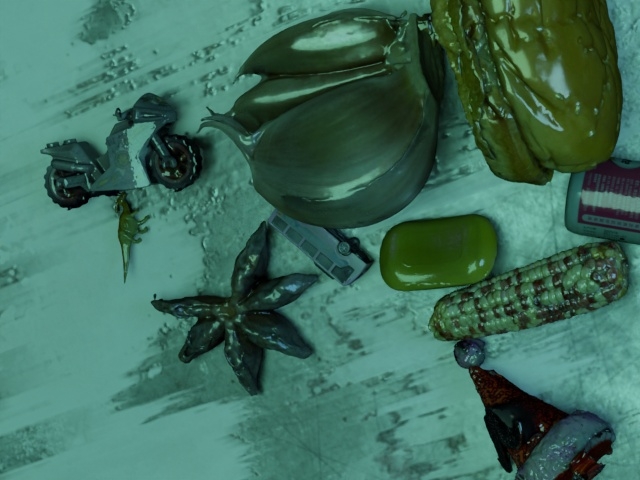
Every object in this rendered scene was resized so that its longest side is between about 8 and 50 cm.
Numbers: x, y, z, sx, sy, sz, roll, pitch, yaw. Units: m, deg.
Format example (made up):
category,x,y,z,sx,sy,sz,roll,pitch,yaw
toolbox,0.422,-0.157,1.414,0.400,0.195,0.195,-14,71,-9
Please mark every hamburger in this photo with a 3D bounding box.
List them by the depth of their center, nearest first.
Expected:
category,x,y,z,sx,sy,sz,roll,pitch,yaw
hamburger,0.214,-0.203,1.589,0.158,0.318,0.318,-15,92,22

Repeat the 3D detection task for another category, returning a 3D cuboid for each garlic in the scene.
category,x,y,z,sx,sy,sz,roll,pitch,yaw
garlic,0.020,-0.133,1.706,0.292,0.210,0.237,-28,94,10

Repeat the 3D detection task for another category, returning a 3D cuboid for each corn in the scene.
category,x,y,z,sx,sy,sz,roll,pitch,yaw
corn,0.230,0.062,1.724,0.237,0.079,0.079,-17,91,20

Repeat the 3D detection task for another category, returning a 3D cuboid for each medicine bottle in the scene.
category,x,y,z,sx,sy,sz,roll,pitch,yaw
medicine bottle,0.377,-0.035,1.659,0.217,0.090,0.090,10,99,16

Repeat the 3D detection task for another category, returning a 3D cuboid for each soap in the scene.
category,x,y,z,sx,sy,sz,roll,pitch,yaw
soap,0.134,0.015,1.755,0.140,0.045,0.089,-6,60,22

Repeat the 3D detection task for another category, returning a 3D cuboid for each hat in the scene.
category,x,y,z,sx,sy,sz,roll,pitch,yaw
hat,0.225,0.196,1.726,0.129,0.140,0.227,-45,69,7

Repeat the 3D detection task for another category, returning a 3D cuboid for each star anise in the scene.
category,x,y,z,sx,sy,sz,roll,pitch,yaw
star anise,-0.091,0.092,1.839,0.208,0.063,0.172,-34,87,18

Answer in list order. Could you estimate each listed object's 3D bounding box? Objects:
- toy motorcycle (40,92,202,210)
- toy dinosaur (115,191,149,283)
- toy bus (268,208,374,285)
category,x,y,z,sx,sy,sz,roll,pitch,yaw
toy motorcycle,-0.247,-0.108,1.858,0.215,0.080,0.122,-9,94,23
toy dinosaur,-0.231,-0.005,1.891,0.041,0.026,0.113,-10,84,25
toy bus,0.000,0.000,1.812,0.131,0.037,0.052,40,109,10
